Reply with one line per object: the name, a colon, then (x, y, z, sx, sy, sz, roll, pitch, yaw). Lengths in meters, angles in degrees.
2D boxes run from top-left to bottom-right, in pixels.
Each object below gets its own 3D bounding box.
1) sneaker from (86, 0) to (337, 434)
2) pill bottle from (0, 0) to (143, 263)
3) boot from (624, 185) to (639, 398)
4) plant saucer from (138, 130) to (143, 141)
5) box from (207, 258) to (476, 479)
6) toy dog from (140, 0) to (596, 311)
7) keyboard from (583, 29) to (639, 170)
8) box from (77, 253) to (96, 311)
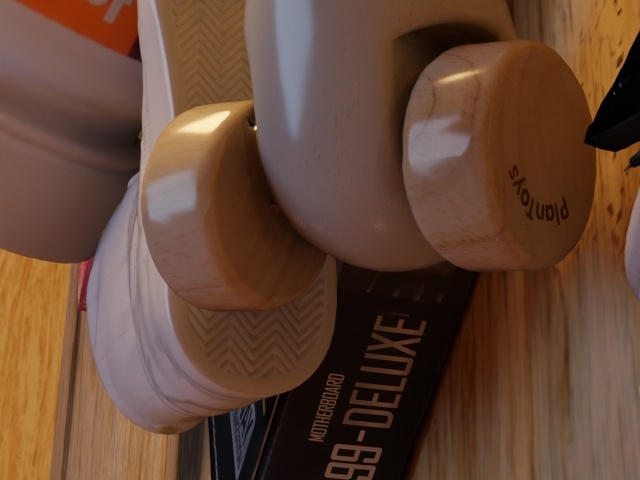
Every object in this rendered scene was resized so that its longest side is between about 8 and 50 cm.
sneaker: (-0.054, -0.057, 0.862, 0.169, 0.108, 0.292, 143, 136, -64)
pill bottle: (-0.107, -0.201, 0.968, 0.392, 0.224, 0.224, -60, 16, 10)
boot: (0.122, -0.024, 0.392, 0.258, 0.095, 0.123, 112, 155, -51)
plant saucer: (-0.065, -0.094, 1.258, 0.241, 0.037, 0.241, 24, 121, 48)
box: (0.000, 0.000, 1.000, 0.307, 0.076, 0.242, -99, 22, -55)
toy dog: (0.041, -0.124, 0.728, 0.161, 0.220, 0.333, 5, -77, -57)
keyboard: (0.133, -0.056, 0.556, 0.100, 0.038, 0.192, -60, 6, -12)
box: (-0.111, -0.071, 1.463, 0.128, 0.123, 0.257, -99, 21, -53)
